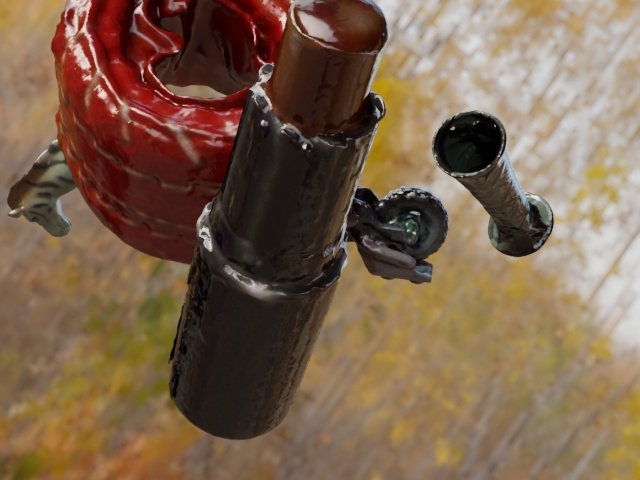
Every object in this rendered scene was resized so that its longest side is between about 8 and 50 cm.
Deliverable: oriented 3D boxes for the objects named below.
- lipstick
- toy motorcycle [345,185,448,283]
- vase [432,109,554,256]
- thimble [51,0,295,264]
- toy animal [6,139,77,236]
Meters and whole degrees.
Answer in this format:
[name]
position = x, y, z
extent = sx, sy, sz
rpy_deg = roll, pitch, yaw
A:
[lipstick]
position = -0.022, -0.007, 0.965
extent = 0.081, 0.081, 0.299
rpy_deg = 35, -40, 16
[toy motorcycle]
position = 0.000, 0.001, 1.602
extent = 0.213, 0.122, 0.082
rpy_deg = 8, 32, 2
[vase]
position = 0.139, -0.043, 1.489
extent = 0.059, 0.059, 0.167
rpy_deg = 35, -7, 29
[thimble]
position = -0.074, -0.084, 1.126
extent = 0.189, 0.163, 0.125
rpy_deg = 44, -28, 26
[toy animal]
position = -0.221, -0.112, 2.027
extent = 0.170, 0.255, 0.090
rpy_deg = 21, 3, -11
